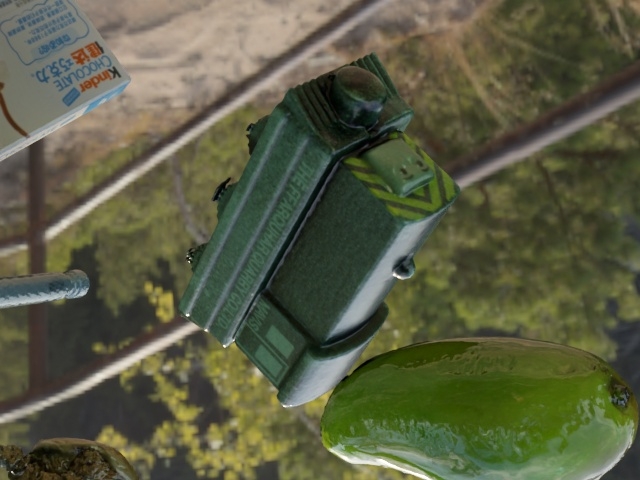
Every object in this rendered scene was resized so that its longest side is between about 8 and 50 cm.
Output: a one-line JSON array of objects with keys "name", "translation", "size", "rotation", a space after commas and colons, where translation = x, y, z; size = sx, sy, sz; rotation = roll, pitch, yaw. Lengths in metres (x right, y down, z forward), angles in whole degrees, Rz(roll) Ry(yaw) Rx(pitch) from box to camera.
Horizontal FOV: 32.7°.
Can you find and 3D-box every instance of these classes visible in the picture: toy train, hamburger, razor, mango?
[{"name": "toy train", "translation": [0.000, 0.000, 0.962], "size": [0.138, 0.178, 0.330], "rotation": [-30, 160, -43]}, {"name": "hamburger", "translation": [-0.293, 0.288, 1.236], "size": [0.185, 0.131, 0.159], "rotation": [43, 137, -17]}, {"name": "razor", "translation": [-0.255, 0.041, 0.860], "size": [0.106, 0.068, 0.232], "rotation": [-36, 171, 15]}, {"name": "mango", "translation": [0.110, 0.130, 0.779], "size": [0.233, 0.125, 0.111], "rotation": [-11, -165, 27]}]

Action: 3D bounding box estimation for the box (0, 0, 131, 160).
[{"name": "box", "translation": [-0.403, -0.228, 1.269], "size": [0.273, 0.265, 0.048], "rotation": [-36, -178, -32]}]
